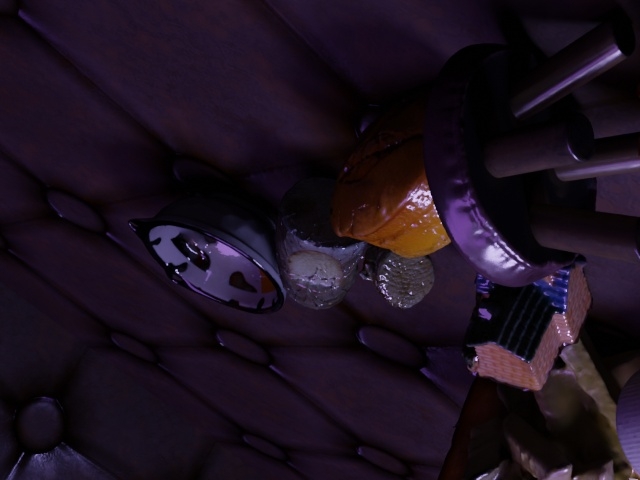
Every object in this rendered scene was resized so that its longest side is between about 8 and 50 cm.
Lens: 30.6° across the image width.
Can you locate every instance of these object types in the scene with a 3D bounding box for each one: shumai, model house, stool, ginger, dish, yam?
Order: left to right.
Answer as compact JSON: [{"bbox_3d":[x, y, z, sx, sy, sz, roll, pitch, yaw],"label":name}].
[{"bbox_3d":[-0.165,0.005,2.017,0.303,0.120,0.303,23,155,12],"label":"dish"},{"bbox_3d":[0.000,0.000,1.809,0.154,0.154,0.254,25,158,7],"label":"yam"},{"bbox_3d":[0.114,0.048,1.859,0.087,0.099,0.123,25,159,51],"label":"shumai"},{"bbox_3d":[0.277,0.092,1.647,0.167,0.183,0.172,15,154,25],"label":"model house"},{"bbox_3d":[0.345,0.319,1.805,0.358,0.413,0.211,22,170,41],"label":"ginger"},{"bbox_3d":[0.253,-0.092,1.239,0.178,0.272,0.272,-10,136,42],"label":"stool"}]

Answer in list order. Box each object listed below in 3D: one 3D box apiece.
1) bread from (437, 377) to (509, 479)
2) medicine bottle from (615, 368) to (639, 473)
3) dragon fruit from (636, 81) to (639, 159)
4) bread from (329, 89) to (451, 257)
[{"bbox_3d":[0.368,0.404,1.975,0.333,0.323,0.143,7,157,37],"label":"bread"},{"bbox_3d":[0.578,0.222,1.535,0.224,0.224,0.384,33,155,-10],"label":"medicine bottle"},{"bbox_3d":[0.436,-0.087,1.134,0.228,0.243,0.307,-13,176,26],"label":"dragon fruit"},{"bbox_3d":[0.111,-0.081,1.482,0.143,0.195,0.270,25,160,-16],"label":"bread"}]
